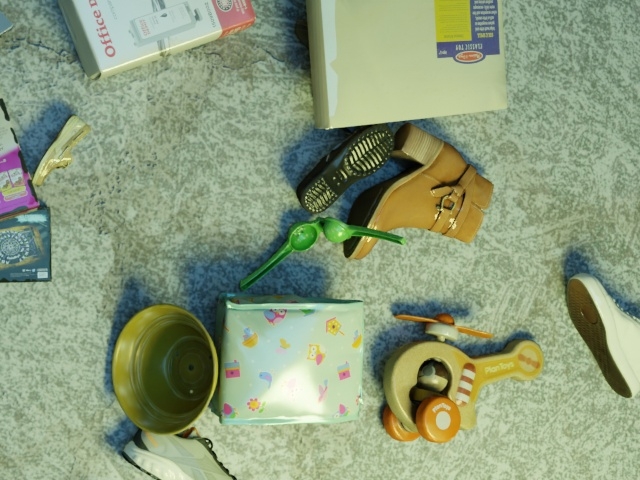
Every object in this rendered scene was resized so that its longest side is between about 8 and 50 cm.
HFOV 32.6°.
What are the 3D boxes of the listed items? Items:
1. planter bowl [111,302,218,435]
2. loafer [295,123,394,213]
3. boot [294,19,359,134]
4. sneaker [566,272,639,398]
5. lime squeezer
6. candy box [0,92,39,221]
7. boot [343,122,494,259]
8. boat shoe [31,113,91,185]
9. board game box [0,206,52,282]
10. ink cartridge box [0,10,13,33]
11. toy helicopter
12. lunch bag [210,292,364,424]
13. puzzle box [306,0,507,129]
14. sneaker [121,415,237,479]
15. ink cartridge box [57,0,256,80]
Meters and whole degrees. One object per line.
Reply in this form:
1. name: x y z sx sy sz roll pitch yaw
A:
1. planter bowl: -0.240 0.215 1.843 0.090 0.217 0.217 9 89 -60
2. loafer: 0.036 -0.139 1.951 0.220 0.078 0.080 -38 120 -15
3. boot: 0.018 -0.287 1.940 0.219 0.082 0.106 40 77 -19
4. sneaker: 0.579 0.164 2.153 0.123 0.106 0.290 -37 114 -18
5. lime squeezer: 0.000 0.000 1.914 0.310 0.110 0.059 -16 119 18
6. candy box: -0.559 -0.137 1.734 0.159 0.071 0.233 -19 90 -18
7. boot: 0.182 -0.048 2.008 0.220 0.109 0.283 33 74 -22
8. boat shoe: -0.427 -0.143 1.806 0.045 0.050 0.135 33 82 -12
9. board game box: -0.535 0.007 1.787 0.186 0.026 0.126 -1 92 -19
10. ink cartridge box: -0.587 -0.331 1.708 0.181 0.061 0.104 -38 60 -15
11. toy helicopter: 0.269 0.233 2.048 0.355 0.140 0.235 -9 87 -29
12. lunch bag: -0.050 0.204 1.899 0.262 0.160 0.223 2 91 -14
13. puzzle box: 0.161 -0.349 1.946 0.409 0.052 0.272 -9 100 -32
14. sneaker: -0.203 0.392 1.885 0.271 0.100 0.108 33 76 -18
15. ink cartridge box: -0.279 -0.406 1.810 0.283 0.117 0.207 -23 100 -17
